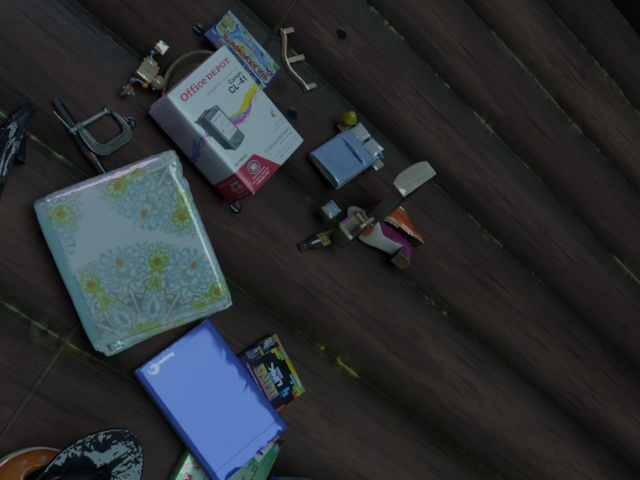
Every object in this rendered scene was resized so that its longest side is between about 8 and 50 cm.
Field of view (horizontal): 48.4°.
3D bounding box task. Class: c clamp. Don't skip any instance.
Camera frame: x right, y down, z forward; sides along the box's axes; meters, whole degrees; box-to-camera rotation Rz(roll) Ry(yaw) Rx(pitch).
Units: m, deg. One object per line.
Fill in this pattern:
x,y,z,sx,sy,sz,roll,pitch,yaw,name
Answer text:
-0.507,-0.262,1.625,0.137,0.022,0.161,55,38,-6,c clamp

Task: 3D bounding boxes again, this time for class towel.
-0.397,0.032,1.536,0.321,0.090,0.374,-21,100,-4,towel

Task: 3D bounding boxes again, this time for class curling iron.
-0.518,-0.207,1.626,0.274,0.035,0.068,51,40,-11,curling iron

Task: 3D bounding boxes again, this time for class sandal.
-0.471,0.494,1.198,0.446,0.107,0.167,-37,102,-33,sandal

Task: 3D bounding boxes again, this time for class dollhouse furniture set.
0.096,-0.199,1.905,0.286,0.198,0.303,-35,83,-32,dollhouse furniture set

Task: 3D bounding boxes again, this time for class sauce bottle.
0.000,0.000,1.931,0.128,0.042,0.042,-22,93,-37,sauce bottle

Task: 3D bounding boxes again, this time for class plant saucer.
-0.278,-0.345,1.810,0.278,0.041,0.277,8,76,-33,plant saucer

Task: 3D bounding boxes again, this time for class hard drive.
-0.250,0.368,1.641,0.210,0.040,0.318,-36,90,-28,hard drive

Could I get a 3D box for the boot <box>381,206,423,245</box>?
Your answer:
0.251,-0.047,2.105,0.158,0.059,0.084,36,58,-22,boot

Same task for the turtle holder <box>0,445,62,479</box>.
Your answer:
-0.538,0.558,1.344,0.243,0.227,0.320,21,70,-30,turtle holder

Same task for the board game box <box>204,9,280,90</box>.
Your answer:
-0.201,-0.493,1.862,0.201,0.035,0.136,46,34,-19,board game box

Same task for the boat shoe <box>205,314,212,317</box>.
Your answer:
-0.364,0.035,1.649,0.158,0.127,0.340,-16,103,-6,boat shoe

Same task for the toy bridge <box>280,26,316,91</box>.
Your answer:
-0.074,-0.504,1.987,0.063,0.026,0.188,-26,96,-34,toy bridge

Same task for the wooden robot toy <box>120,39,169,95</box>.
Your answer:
-0.405,-0.392,1.709,0.079,0.076,0.173,37,63,-22,wooden robot toy

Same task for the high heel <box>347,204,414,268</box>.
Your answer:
0.175,-0.027,2.054,0.244,0.082,0.117,38,25,-6,high heel

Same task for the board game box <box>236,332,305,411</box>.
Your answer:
-0.135,0.339,1.771,0.141,0.048,0.170,-32,99,-35,board game box

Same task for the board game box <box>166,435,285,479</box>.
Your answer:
-0.239,0.557,1.660,0.213,0.046,0.317,39,62,-21,board game box

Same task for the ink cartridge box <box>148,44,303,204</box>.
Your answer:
-0.225,-0.277,1.731,0.306,0.131,0.226,50,59,-18,ink cartridge box

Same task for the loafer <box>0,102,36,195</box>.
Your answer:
-0.658,-0.188,1.504,0.078,0.076,0.223,34,68,-30,loafer

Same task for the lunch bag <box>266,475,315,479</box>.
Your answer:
0.059,0.700,1.666,0.385,0.328,0.239,46,61,-21,lunch bag
